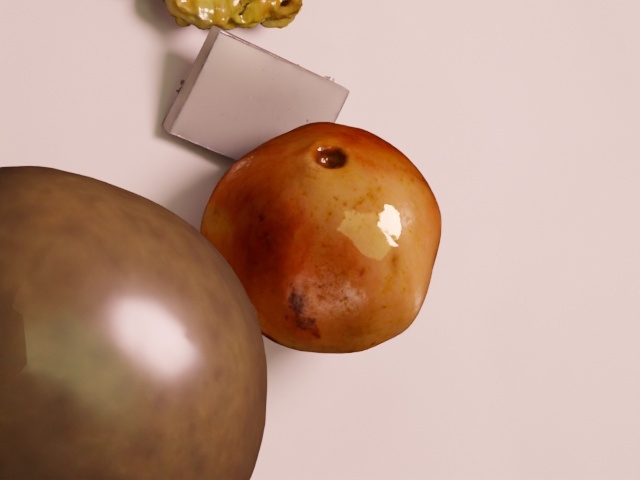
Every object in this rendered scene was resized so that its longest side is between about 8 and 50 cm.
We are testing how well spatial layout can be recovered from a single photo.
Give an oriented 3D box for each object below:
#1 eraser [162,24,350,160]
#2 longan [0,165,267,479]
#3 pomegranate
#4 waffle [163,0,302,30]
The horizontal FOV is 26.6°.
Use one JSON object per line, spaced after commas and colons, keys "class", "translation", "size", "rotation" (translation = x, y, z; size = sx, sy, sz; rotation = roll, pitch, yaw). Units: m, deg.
{"class": "eraser", "translation": [-0.056, -0.120, 1.221], "size": [0.150, 0.023, 0.103], "rotation": [21, 103, -34]}
{"class": "longan", "translation": [-0.186, 0.100, 0.940], "size": [0.319, 0.319, 0.318], "rotation": [6, 80, -37]}
{"class": "pomegranate", "translation": [0.001, -0.005, 1.172], "size": [0.209, 0.209, 0.209], "rotation": [6, 80, -37]}
{"class": "waffle", "translation": [-0.096, -0.334, 1.225], "size": [0.325, 0.068, 0.302], "rotation": [-44, 110, -31]}
